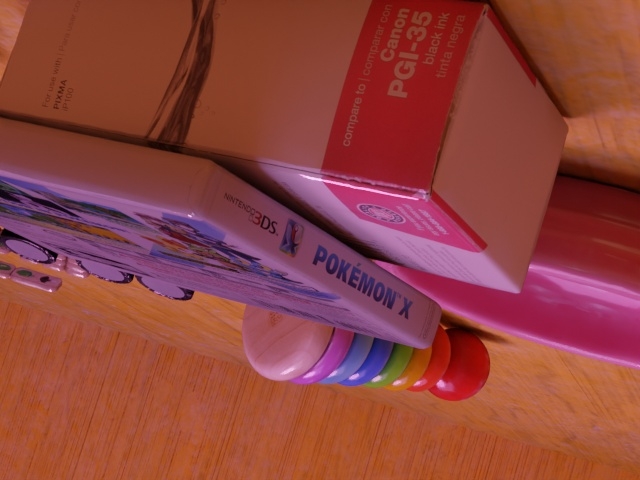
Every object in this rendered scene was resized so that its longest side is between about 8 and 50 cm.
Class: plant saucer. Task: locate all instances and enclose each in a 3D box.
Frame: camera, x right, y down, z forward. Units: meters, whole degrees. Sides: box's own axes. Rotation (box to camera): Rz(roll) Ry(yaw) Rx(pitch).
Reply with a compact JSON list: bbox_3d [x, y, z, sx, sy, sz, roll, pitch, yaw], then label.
[{"bbox_3d":[0.209,0.026,1.260,0.332,0.084,0.332,17,169,3],"label":"plant saucer"}]

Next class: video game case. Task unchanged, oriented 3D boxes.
[{"bbox_3d":[-0.125,-0.016,1.046,0.329,0.036,0.300,13,170,31],"label":"video game case"}]

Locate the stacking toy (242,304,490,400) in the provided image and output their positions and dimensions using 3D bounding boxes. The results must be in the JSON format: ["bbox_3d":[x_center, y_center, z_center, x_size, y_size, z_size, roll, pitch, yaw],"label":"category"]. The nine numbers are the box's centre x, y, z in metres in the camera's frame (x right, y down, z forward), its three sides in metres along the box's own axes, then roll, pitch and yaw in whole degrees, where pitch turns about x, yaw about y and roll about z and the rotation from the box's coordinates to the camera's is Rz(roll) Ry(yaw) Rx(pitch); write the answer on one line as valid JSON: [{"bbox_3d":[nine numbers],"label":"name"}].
[{"bbox_3d":[0.070,0.126,1.946,0.330,0.141,0.141,20,171,-40],"label":"stacking toy"}]

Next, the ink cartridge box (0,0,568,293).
[{"bbox_3d":[-0.019,-0.073,0.989,0.283,0.117,0.207,13,170,24],"label":"ink cartridge box"}]

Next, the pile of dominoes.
[{"bbox_3d":[-0.389,-0.018,2.028,0.251,0.040,0.196,16,-157,6],"label":"pile of dominoes"}]

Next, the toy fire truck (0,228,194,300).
[{"bbox_3d":[-0.210,-0.046,1.446,0.217,0.158,0.246,15,158,16],"label":"toy fire truck"}]

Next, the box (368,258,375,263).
[{"bbox_3d":[0.000,0.000,1.528,0.067,0.063,0.324,10,168,31],"label":"box"}]
